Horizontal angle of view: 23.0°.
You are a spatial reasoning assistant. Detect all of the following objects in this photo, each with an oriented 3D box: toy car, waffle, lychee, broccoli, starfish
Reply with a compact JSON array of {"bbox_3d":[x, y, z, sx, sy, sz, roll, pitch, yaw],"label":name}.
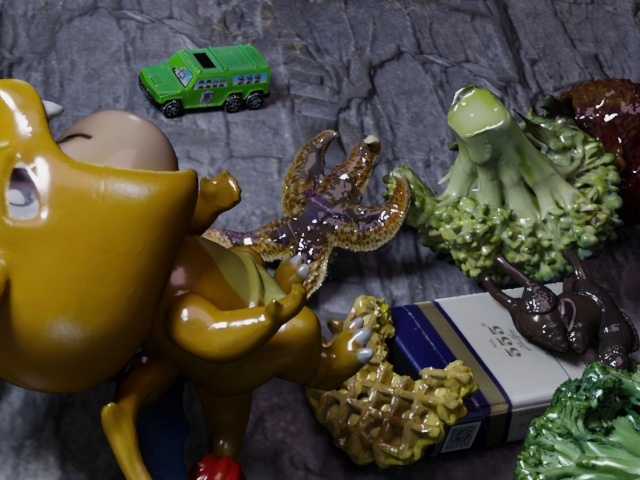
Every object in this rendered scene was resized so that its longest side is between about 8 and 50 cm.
[{"bbox_3d":[-0.140,-0.198,1.923,0.165,0.062,0.071,-9,45,-32],"label":"toy car"},{"bbox_3d":[0.063,0.136,1.528,0.051,0.149,0.194,45,6,-45],"label":"waffle"},{"bbox_3d":[0.342,-0.104,1.913,0.194,0.194,0.194,12,37,-9],"label":"lychee"},{"bbox_3d":[0.306,0.233,1.431,0.261,0.241,0.269,32,64,-12],"label":"broccoli"},{"bbox_3d":[-0.015,-0.019,1.706,0.216,0.071,0.238,5,54,19],"label":"starfish"},{"bbox_3d":[0.199,-0.085,1.746,0.263,0.243,0.247,14,65,30],"label":"broccoli"}]

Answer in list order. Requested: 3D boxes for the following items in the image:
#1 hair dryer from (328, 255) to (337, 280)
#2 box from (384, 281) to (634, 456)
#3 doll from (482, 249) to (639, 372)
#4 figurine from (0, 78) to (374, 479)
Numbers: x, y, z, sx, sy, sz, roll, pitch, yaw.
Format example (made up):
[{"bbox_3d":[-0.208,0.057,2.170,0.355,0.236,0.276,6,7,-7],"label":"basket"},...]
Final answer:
[{"bbox_3d":[0.000,0.000,1.756,0.063,0.038,0.124,6,45,-13],"label":"hair dryer"},{"bbox_3d":[0.187,0.130,1.630,0.259,0.071,0.168,-7,43,-29],"label":"box"},{"bbox_3d":[0.261,0.080,1.623,0.139,0.057,0.165,-3,45,-33],"label":"doll"},{"bbox_3d":[-0.159,0.066,1.355,0.387,0.268,0.401,23,31,-34],"label":"figurine"}]
